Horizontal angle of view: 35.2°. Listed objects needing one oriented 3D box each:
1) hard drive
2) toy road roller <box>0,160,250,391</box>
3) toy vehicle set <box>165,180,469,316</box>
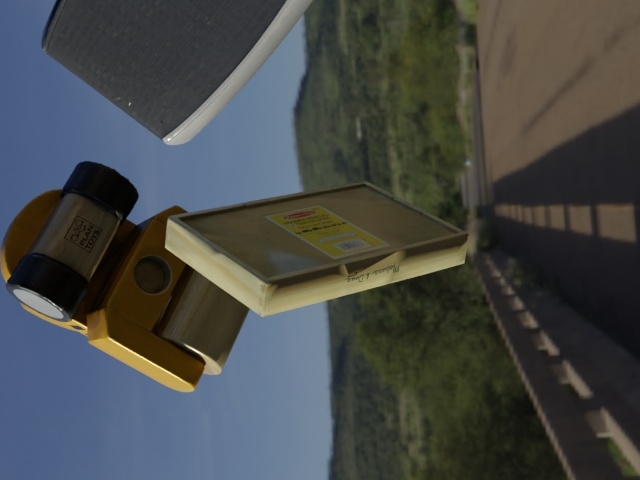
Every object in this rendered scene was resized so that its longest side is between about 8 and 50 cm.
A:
[{"bbox_3d":[-0.104,-0.200,0.791,0.255,0.172,0.054,-46,13,30],"label":"hard drive"},{"bbox_3d":[-0.277,0.058,1.392,0.240,0.329,0.203,-22,40,60],"label":"toy road roller"},{"bbox_3d":[0.000,0.000,1.029,0.166,0.266,0.035,31,123,44],"label":"toy vehicle set"}]
